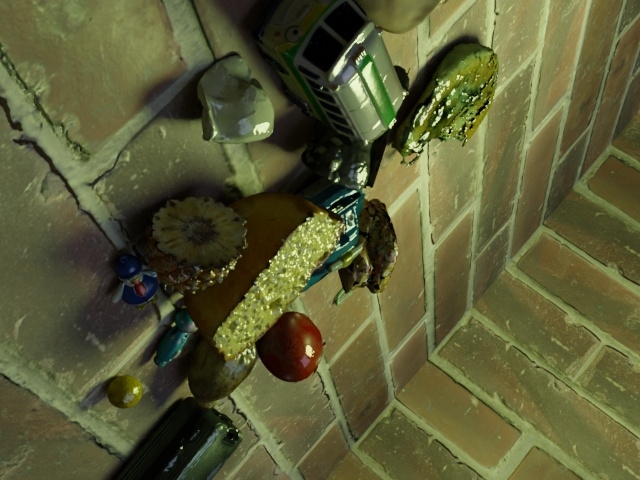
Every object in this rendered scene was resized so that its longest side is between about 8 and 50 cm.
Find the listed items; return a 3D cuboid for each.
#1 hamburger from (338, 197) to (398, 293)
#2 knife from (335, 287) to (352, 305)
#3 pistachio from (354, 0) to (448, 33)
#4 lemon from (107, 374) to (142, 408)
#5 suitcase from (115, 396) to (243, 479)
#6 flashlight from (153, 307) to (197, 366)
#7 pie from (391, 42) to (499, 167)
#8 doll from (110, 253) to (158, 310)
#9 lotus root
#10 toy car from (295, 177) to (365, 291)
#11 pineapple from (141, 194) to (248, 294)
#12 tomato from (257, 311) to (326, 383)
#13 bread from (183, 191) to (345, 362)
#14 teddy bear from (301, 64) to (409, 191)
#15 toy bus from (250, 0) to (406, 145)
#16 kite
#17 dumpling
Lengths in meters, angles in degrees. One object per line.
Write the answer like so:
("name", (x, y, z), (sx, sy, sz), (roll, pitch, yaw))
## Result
("hamburger", (0.095, 0.010, 2.009), (0.107, 0.231, 0.231), (-2, 139, -12))
("knife", (0.111, 0.095, 2.412), (0.212, 0.015, 0.054), (-40, 147, -28))
("pistachio", (0.131, -0.455, 1.340), (0.230, 0.230, 0.309), (-42, 158, -26))
("lemon", (-0.364, 0.283, 1.680), (0.062, 0.062, 0.083), (-59, 156, 14))
("suitcase", (-0.323, 0.501, 2.000), (0.312, 0.128, 0.202), (-50, 158, -7))
("flashlight", (-0.280, 0.186, 1.731), (0.129, 0.051, 0.051), (-53, 159, 14))
("pie", (0.306, -0.322, 2.092), (0.371, 0.078, 0.296), (-25, 144, -48))
("doll", (-0.306, 0.065, 1.480), (0.099, 0.057, 0.143), (-30, 147, -14))
("lotus root", (-0.214, 0.268, 1.875), (0.138, 0.138, 0.214), (-10, 134, -60))
("toy car", (0.000, 0.000, 1.854), (0.198, 0.166, 0.314), (-34, 152, -32))
("pineapple", (-0.212, 0.027, 1.471), (0.137, 0.161, 0.176), (112, 5, -46))
("tomato", (-0.072, 0.251, 2.111), (0.167, 0.167, 0.167), (-43, 156, -24))
("bread", (-0.132, 0.037, 1.621), (0.340, 0.179, 0.194), (-51, 156, 0))
("teddy bear", (0.050, -0.219, 1.683), (0.251, 0.144, 0.171), (-67, -166, -6))
("toy bus", (0.024, -0.282, 1.444), (0.143, 0.179, 0.305), (-51, 158, -4))
("kite", (0.110, -0.194, 1.780), (0.323, 0.013, 0.268), (117, -12, -46))
("dumpling", (-0.129, -0.216, 1.384), (0.169, 0.100, 0.134), (-9, 96, -37))
